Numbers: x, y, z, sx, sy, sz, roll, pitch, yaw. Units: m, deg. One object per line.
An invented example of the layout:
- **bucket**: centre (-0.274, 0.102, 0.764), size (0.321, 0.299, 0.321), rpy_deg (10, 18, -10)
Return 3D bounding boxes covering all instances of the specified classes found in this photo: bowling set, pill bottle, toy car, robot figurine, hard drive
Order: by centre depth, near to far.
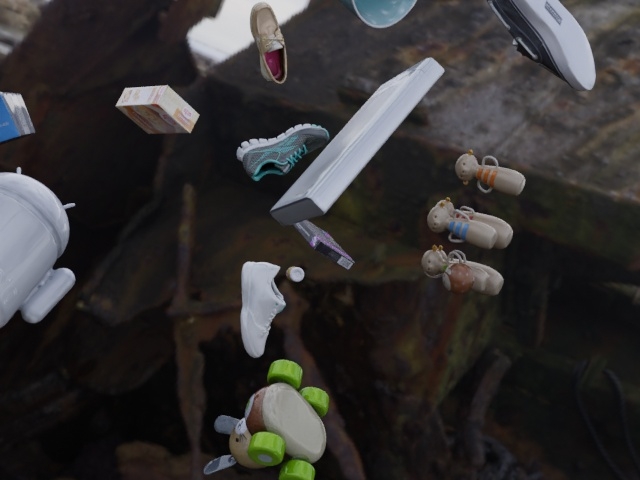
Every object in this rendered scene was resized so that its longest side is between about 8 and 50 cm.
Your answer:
- **toy car**: centre (-0.100, 0.291, 1.354), size (0.149, 0.188, 0.155), rpy_deg (50, 37, -33)
- **bowling set**: centre (0.235, -0.002, 1.573), size (0.154, 0.287, 0.200), rpy_deg (23, 35, 27)
- **robot figurine**: centre (-0.582, 0.019, 1.580), size (0.300, 0.353, 0.200), rpy_deg (42, -40, -17)
- **hard drive**: centre (0.063, -0.178, 1.653), size (0.047, 0.353, 0.233), rpy_deg (43, -17, -12)
- **pill bottle**: centre (-0.078, 0.100, 2.661), size (0.043, 0.043, 0.083), rpy_deg (21, -5, -13)

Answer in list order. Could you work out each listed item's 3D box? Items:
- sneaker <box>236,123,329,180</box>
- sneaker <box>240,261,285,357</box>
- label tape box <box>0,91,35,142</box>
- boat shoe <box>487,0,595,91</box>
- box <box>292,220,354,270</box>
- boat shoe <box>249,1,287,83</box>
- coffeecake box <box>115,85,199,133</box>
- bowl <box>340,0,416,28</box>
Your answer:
- **sneaker**: centre (-0.060, -0.149, 1.571), size (0.065, 0.167, 0.076), rpy_deg (69, 3, -57)
- **sneaker**: centre (-0.120, 0.153, 1.929), size (0.094, 0.212, 0.080), rpy_deg (1, 11, 9)
- **label tape box**: centre (-0.757, -0.232, 1.880), size (0.241, 0.105, 0.334), rpy_deg (-19, 11, -6)
- **boat shoe**: centre (0.424, -0.398, 1.733), size (0.301, 0.108, 0.102), rpy_deg (40, -32, -29)
- **box**: centre (0.000, 0.000, 2.056), size (0.116, 0.029, 0.162), rpy_deg (32, 10, -35)
- **boat shoe**: centre (-0.097, -0.394, 1.793), size (0.063, 0.170, 0.059), rpy_deg (-25, 37, -16)
- **coffeecake box**: centre (-0.461, -0.368, 2.528), size (0.185, 0.068, 0.142), rpy_deg (5, -26, 40)
- **bowl**: centre (0.125, -0.725, 2.325), size (0.163, 0.311, 0.311), rpy_deg (27, 10, 37)
